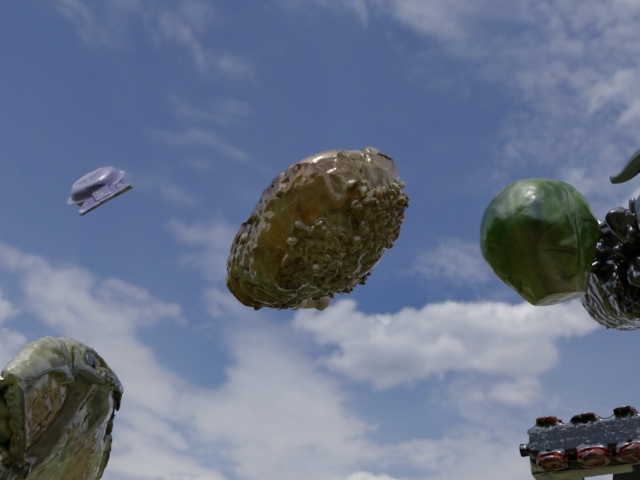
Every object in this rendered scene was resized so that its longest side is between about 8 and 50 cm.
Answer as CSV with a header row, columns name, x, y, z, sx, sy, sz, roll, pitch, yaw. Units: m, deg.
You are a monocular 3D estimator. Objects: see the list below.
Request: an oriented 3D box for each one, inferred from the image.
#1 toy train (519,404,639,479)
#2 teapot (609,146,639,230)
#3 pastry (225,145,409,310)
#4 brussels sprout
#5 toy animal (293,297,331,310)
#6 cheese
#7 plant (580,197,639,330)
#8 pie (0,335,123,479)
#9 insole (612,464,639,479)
name,x,y,z,sx,sy,sz,roll,pitch,yaw
toy train,0.266,0.200,0.846,0.137,0.050,0.087,-14,-36,22
teapot,0.444,-0.024,1.015,0.162,0.239,0.149,-18,-34,-42
pastry,0.000,0.000,1.241,0.255,0.162,0.311,-25,-14,-29
brussels sprout,0.311,0.003,1.251,0.161,0.181,0.144,5,-17,-18
toy animal,-0.019,0.023,1.657,0.124,0.213,0.124,13,8,-2
cheese,-0.361,-0.081,1.416,0.042,0.105,0.191,63,-11,-20
plant,0.499,0.030,1.300,0.181,0.194,0.321,-26,-19,-9
pie,-0.324,0.253,0.905,0.075,0.338,0.337,28,-25,16
insole,0.582,0.392,1.247,0.348,0.119,0.009,12,-13,42
